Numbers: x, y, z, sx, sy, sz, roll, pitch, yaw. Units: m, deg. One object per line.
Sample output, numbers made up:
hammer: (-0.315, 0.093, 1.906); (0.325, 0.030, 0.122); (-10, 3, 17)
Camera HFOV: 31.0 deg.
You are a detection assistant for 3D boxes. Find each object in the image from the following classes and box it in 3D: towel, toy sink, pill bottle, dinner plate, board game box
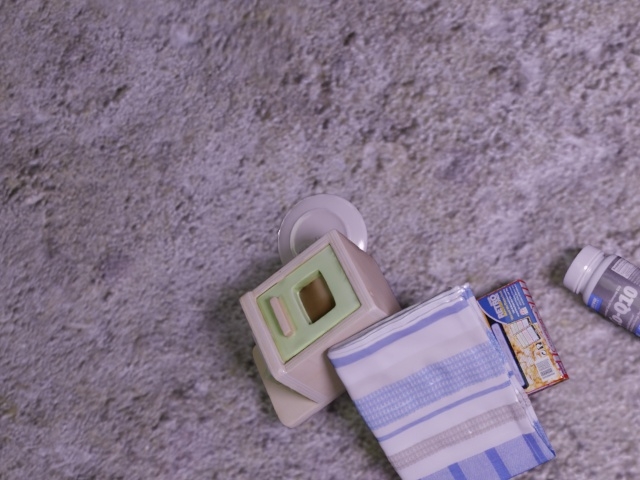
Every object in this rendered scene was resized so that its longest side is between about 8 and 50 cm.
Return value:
towel: (0.160, 0.213, 1.510); (0.209, 0.034, 0.285); (-27, 105, 11)
toy sink: (-0.016, 0.124, 1.594); (0.234, 0.131, 0.152); (-37, 51, 14)
pill bottle: (0.390, 0.067, 1.495); (0.137, 0.078, 0.078); (33, 95, 22)
dinner plate: (0.000, 0.000, 1.689); (0.141, 0.017, 0.141); (-3, 82, 22)
board game box: (0.216, 0.159, 1.568); (0.193, 0.045, 0.146); (-26, 75, 16)
